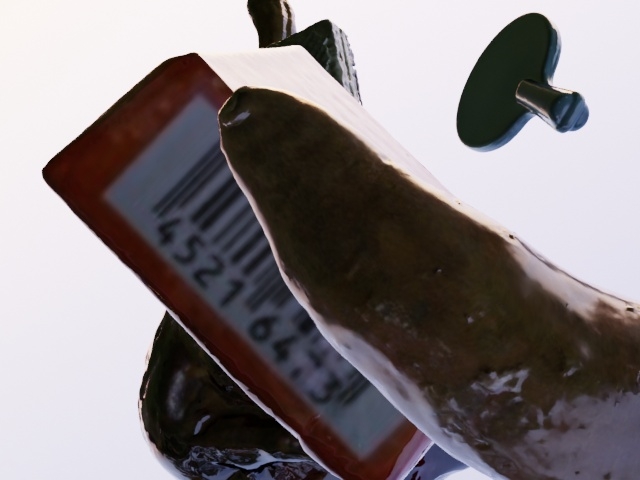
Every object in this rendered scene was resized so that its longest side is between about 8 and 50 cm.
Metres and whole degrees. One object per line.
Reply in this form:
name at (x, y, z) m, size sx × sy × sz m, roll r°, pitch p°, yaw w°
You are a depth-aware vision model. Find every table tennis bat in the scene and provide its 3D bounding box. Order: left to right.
table tennis bat at (0.194, -0.143, 1.480) m, size 0.149 × 0.038 × 0.237 m, roll -60°, pitch -159°, yaw 6°

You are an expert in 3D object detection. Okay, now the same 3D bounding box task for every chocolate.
chocolate at (0.000, 0.000, 0.841) m, size 0.108 × 0.237 × 0.235 m, roll -48°, pitch 173°, yaw 15°

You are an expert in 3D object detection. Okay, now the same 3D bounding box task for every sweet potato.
sweet potato at (-0.052, -0.235, 1.776) m, size 0.054 × 0.053 × 0.182 m, roll -19°, pitch -128°, yaw 10°
sweet potato at (0.080, 0.044, 0.569) m, size 0.097 × 0.292 × 0.097 m, roll -50°, pitch -164°, yaw 20°

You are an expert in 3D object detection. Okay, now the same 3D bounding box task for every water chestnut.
water chestnut at (0.014, 0.087, 1.111) m, size 0.289 × 0.289 × 0.244 m, roll -30°, pitch -131°, yaw 33°

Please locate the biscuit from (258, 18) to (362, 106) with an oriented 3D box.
biscuit at (-0.027, -0.078, 1.481) m, size 0.150 × 0.052 × 0.252 m, roll -22°, pitch -120°, yaw 25°
